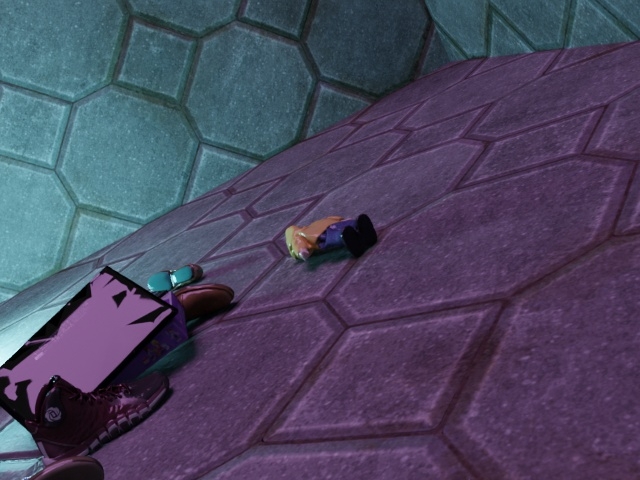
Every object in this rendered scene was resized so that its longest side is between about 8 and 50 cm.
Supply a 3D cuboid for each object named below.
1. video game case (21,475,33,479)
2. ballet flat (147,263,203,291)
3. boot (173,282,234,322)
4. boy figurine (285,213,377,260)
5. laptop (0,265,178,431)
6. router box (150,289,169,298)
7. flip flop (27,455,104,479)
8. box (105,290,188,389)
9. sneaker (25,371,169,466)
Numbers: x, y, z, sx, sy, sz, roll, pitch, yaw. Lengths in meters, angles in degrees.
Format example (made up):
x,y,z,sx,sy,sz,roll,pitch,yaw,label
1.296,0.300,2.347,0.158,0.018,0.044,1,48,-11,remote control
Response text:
x,y,z,sx,sy,sz,roll,pitch,yaw,label
-0.610,0.497,1.431,0.122,0.011,0.087,-25,15,7,video game case
-0.436,0.117,2.298,0.206,0.073,0.067,-13,-6,35,ballet flat
-0.352,0.195,1.879,0.306,0.112,0.115,-19,48,12,boot
0.000,0.000,1.872,0.285,0.092,0.177,-10,24,50,boy figurine
-0.550,0.278,1.751,0.408,0.236,0.382,24,61,34,laptop
-0.500,0.192,2.180,0.092,0.038,0.122,-8,24,49,router box
-0.465,0.450,1.197,0.277,0.112,0.080,-32,42,-23,flip flop
-0.440,0.255,1.733,0.293,0.057,0.201,-37,20,0,box
-0.443,0.308,1.477,0.281,0.162,0.106,-36,17,-27,sneaker
